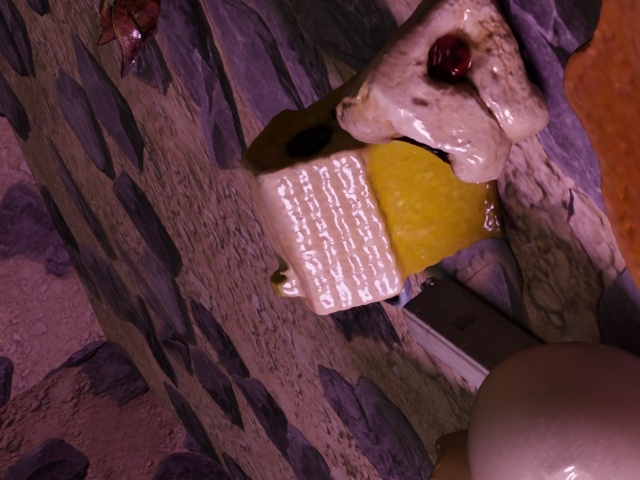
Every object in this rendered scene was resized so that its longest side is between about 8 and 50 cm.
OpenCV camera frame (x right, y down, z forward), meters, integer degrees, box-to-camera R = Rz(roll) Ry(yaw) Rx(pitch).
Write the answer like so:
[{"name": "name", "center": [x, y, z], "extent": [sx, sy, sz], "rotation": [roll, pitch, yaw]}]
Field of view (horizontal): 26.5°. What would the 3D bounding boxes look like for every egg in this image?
[{"name": "egg", "center": [0.256, 0.213, 1.256], "extent": [0.269, 0.219, 0.219], "rotation": [37, 157, 14]}]

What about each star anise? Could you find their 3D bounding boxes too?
[{"name": "star anise", "center": [-0.230, -0.349, 1.807], "extent": [0.272, 0.102, 0.272], "rotation": [5, 95, 62]}]

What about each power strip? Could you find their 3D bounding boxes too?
[{"name": "power strip", "center": [0.191, 0.125, 1.508], "extent": [0.272, 0.078, 0.052], "rotation": [37, 154, 47]}]

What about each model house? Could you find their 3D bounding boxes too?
[{"name": "model house", "center": [0.041, -0.046, 1.377], "extent": [0.175, 0.234, 0.193], "rotation": [34, 152, 52]}]

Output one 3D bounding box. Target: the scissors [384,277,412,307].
[{"name": "scissors", "center": [0.000, 0.000, 1.879], "extent": [0.256, 0.029, 0.383], "rotation": [58, 160, -1]}]

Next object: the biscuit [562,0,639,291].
[{"name": "biscuit", "center": [0.319, -0.037, 0.941], "extent": [0.365, 0.062, 0.385], "rotation": [64, 161, -9]}]

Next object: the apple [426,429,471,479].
[{"name": "apple", "center": [0.182, 0.380, 1.691], "extent": [0.279, 0.279, 0.279], "rotation": [49, 160, 26]}]

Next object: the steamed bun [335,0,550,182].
[{"name": "steamed bun", "center": [0.119, -0.129, 1.196], "extent": [0.155, 0.172, 0.141], "rotation": [41, 174, -5]}]
